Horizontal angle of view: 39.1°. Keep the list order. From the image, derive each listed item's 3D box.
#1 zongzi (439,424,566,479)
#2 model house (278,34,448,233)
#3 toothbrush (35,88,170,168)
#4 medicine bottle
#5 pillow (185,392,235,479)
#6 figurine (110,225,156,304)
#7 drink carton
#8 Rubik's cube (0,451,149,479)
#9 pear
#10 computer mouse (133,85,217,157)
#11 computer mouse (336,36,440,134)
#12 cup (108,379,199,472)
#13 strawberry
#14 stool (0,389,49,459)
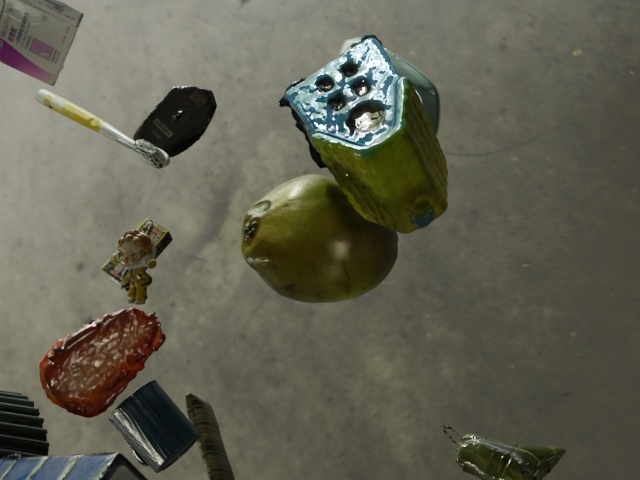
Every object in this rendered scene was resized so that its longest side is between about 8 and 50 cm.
[{"bbox_3d":[0.250,0.289,1.262,0.154,0.130,0.062,24,123,32],"label":"zongzi"},{"bbox_3d":[0.103,-0.165,1.569,0.215,0.237,0.303,-34,46,1],"label":"model house"},{"bbox_3d":[-0.257,-0.133,1.020,0.288,0.024,0.021,28,76,42],"label":"toothbrush"},{"bbox_3d":[-0.569,-0.406,1.757,0.201,0.171,0.052,-42,29,50],"label":"medicine bottle"},{"bbox_3d":[-0.221,0.411,1.819,0.038,0.113,0.203,-25,64,7],"label":"pillow"},{"bbox_3d":[-0.349,0.050,1.734,0.101,0.068,0.143,-21,85,30],"label":"figurine"},{"bbox_3d":[-0.424,0.031,2.090,0.071,0.056,0.165,31,70,19],"label":"drink carton"},{"bbox_3d":[-0.322,0.497,1.112,0.344,0.337,0.343,-18,119,46],"label":"Rubik's cube"},{"bbox_3d":[0.000,0.000,1.800,0.269,0.321,0.269,5,96,61],"label":"pear"},{"bbox_3d":[-0.254,-0.204,1.587,0.172,0.057,0.099,-42,77,-10],"label":"computer mouse"},{"bbox_3d":[0.147,-0.320,1.854,0.288,0.097,0.159,32,142,32],"label":"computer mouse"},{"bbox_3d":[-0.313,0.358,1.712,0.138,0.113,0.150,47,157,10],"label":"cup"},{"bbox_3d":[-0.312,0.171,1.302,0.121,0.188,0.082,59,162,-9],"label":"strawberry"},{"bbox_3d":[-0.628,0.341,1.338,0.297,0.330,0.297,-18,60,35],"label":"stool"}]
